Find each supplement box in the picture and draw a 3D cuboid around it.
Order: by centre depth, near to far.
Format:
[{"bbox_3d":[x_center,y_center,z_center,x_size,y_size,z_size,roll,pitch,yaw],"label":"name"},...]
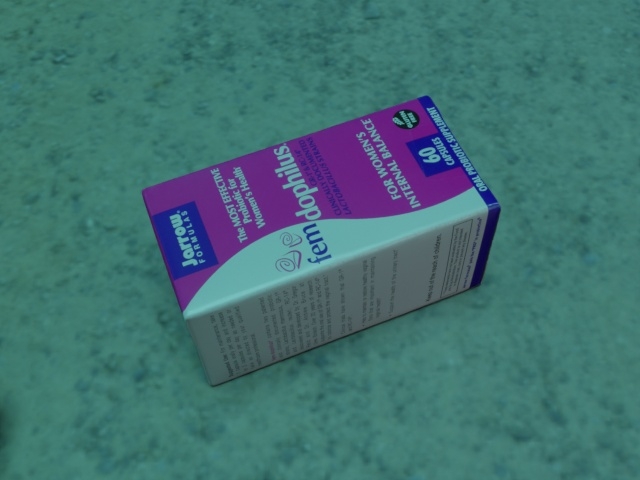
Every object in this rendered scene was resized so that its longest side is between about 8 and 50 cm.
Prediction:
[{"bbox_3d":[0.000,0.000,0.563,0.220,0.114,0.111,-21,59,-9],"label":"supplement box"}]
